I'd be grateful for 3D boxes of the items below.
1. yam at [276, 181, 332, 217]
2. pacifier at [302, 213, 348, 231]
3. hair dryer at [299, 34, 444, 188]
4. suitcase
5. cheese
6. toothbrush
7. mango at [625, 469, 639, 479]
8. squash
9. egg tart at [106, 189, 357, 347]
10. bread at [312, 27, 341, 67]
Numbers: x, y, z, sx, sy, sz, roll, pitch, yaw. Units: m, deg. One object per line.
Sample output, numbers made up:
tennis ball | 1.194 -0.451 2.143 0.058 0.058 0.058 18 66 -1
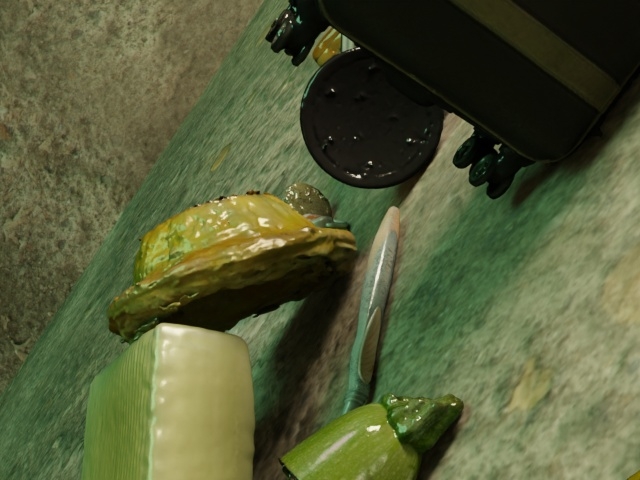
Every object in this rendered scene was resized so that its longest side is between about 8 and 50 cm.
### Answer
yam | -0.059 -0.007 1.255 0.179 0.078 0.078 -40 26 44
pacifier | 0.000 0.000 1.146 0.083 0.068 0.064 11 105 49
hair dryer | 0.029 -0.239 1.122 0.156 0.284 0.320 -14 21 0
suitcase | 0.171 -0.272 0.740 0.434 0.283 0.194 -55 15 11
cheese | -0.160 0.247 0.939 0.242 0.124 0.265 -34 50 49
toothbrush | 0.041 0.108 0.890 0.037 0.028 0.375 -33 31 42
mango | 0.164 0.140 0.402 0.194 0.092 0.130 -48 -14 11
squash | 0.047 0.158 0.725 0.132 0.105 0.105 -47 17 -6
egg tart | -0.098 0.029 1.022 0.288 0.288 0.118 -38 67 48
bread | 0.080 -0.308 1.313 0.200 0.077 0.116 -43 -12 24
